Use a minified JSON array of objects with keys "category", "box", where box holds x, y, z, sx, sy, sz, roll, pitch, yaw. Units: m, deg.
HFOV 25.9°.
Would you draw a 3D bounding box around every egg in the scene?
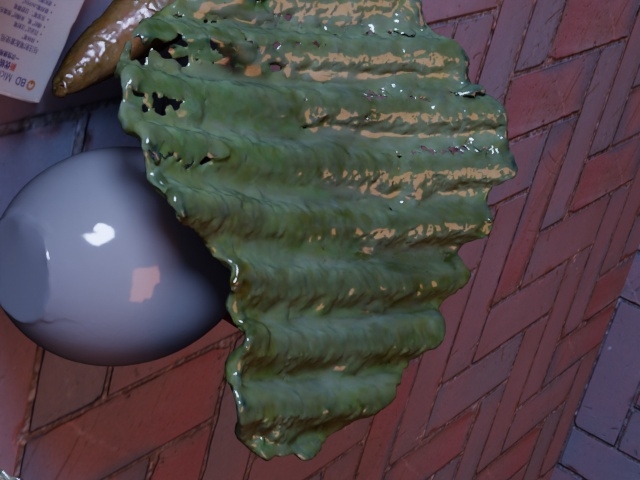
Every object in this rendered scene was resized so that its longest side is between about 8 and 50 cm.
[{"category":"egg","box":[-0.151,0.010,1.123,0.232,0.176,0.176,-17,130,-50]}]

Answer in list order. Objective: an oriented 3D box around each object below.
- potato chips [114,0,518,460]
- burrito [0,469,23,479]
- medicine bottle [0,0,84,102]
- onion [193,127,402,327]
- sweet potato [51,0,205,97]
[{"category":"potato chips","box":[0.010,-0.042,1.116,0.389,0.097,0.373,-34,107,-43]},{"category":"burrito","box":[-0.320,0.298,1.164,0.348,0.107,0.175,-62,-174,15]},{"category":"medicine bottle","box":[-0.228,-0.187,0.932,0.171,0.052,0.201,-66,156,6]},{"category":"onion","box":[-0.010,-0.017,1.333,0.221,0.281,0.281,-38,161,18]},{"category":"sweet potato","box":[-0.109,-0.207,1.131,0.314,0.066,0.072,-40,139,-34]}]
